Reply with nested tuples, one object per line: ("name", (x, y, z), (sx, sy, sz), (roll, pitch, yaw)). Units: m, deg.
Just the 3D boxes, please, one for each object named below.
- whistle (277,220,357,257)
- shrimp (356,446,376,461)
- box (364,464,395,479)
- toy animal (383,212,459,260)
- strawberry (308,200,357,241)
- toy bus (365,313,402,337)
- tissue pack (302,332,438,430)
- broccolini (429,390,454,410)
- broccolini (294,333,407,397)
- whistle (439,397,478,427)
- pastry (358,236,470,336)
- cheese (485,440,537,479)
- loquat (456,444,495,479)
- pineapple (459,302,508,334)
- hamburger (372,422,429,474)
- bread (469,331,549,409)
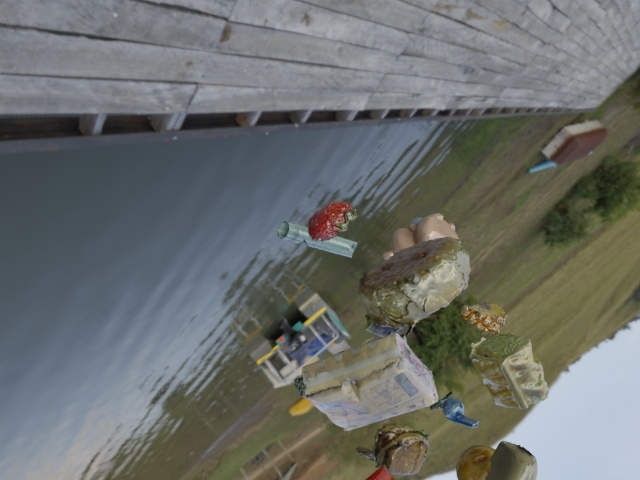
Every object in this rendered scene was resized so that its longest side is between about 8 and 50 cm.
("whistle", (0.000, 0.000, 1.551), (0.312, 0.062, 0.062), (15, 127, -38))
("shrimp", (0.270, 0.862, 1.899), (0.052, 0.251, 0.143), (-81, 180, -58))
("box", (0.133, 0.879, 1.554), (0.197, 0.089, 0.313), (-24, 147, -27))
("toy animal", (0.386, 0.021, 1.715), (0.229, 0.210, 0.221), (-66, -158, -10))
("strawberry", (0.022, -0.062, 1.368), (0.187, 0.082, 0.146), (-17, -162, 46))
("toy bus", (0.268, 0.189, 1.557), (0.301, 0.113, 0.139), (-54, -162, 33))
("tissue pack", (0.116, 0.340, 1.096), (0.257, 0.123, 0.215), (-24, 129, 21))
("broccolini", (0.440, 0.577, 1.707), (0.030, 0.035, 0.140), (8, 136, -22))
("broccolini", (0.097, 0.401, 1.484), (0.392, 0.074, 0.079), (-26, 162, 13))
("whistle", (0.529, 0.654, 1.810), (0.158, 0.090, 0.090), (4, -161, 40))
("pastry", (0.246, 0.104, 1.221), (0.330, 0.136, 0.329), (-29, -172, 4))
("cheese", (0.606, 0.761, 1.520), (0.202, 0.091, 0.175), (-58, -171, -1))
("loquat", (0.599, 0.862, 1.729), (0.213, 0.213, 0.213), (-38, 164, -13))
("pineapple", (0.652, 0.303, 1.811), (0.233, 0.135, 0.079), (4, 109, -40))
("hamburger", (0.296, 0.777, 1.716), (0.130, 0.206, 0.183), (-117, -136, -73))
("bread", (0.734, 0.502, 1.818), (0.196, 0.252, 0.239), (-32, -164, -38))
